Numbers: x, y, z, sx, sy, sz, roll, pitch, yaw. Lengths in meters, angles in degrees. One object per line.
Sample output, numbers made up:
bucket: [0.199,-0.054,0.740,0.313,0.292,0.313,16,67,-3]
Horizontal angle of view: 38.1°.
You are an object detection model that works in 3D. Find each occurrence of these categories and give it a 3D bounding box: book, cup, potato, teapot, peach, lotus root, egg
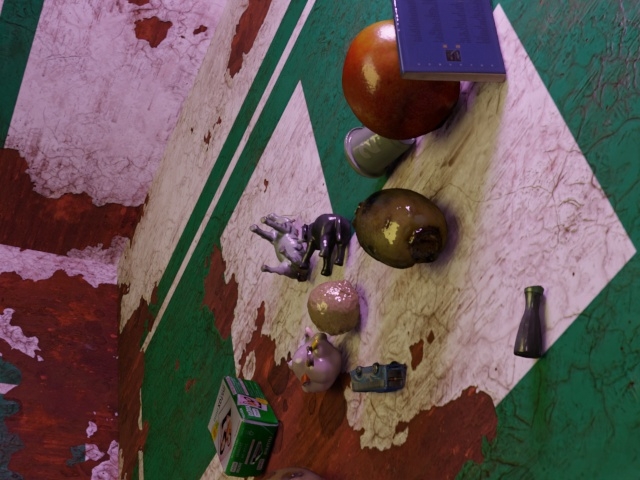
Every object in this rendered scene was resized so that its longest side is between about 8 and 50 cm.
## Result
book: [0.230,-0.403,1.715,0.025,0.190,0.269,100,168,-58]
cup: [0.130,-0.204,1.955,0.141,0.120,0.120,-28,53,43]
potato: [-0.045,0.556,1.927,0.262,0.165,0.165,-8,71,56]
teapot: [0.325,0.125,1.432,0.043,0.042,0.111,-19,58,63]
peach: [0.155,-0.308,1.791,0.231,0.231,0.231,-41,42,54]
lotus root: [0.140,-0.032,1.786,0.278,0.154,0.154,31,107,66]
egg: [0.030,0.143,2.004,0.140,0.118,0.116,45,160,53]

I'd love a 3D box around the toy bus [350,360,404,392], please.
toy bus: [0.112,0.270,1.831,0.153,0.051,0.061,-21,72,62]

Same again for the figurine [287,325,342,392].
figurine: [-0.013,0.265,2.049,0.229,0.112,0.137,-138,70,-78]

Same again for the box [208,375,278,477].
box: [-0.203,0.476,2.376,0.250,0.103,0.180,44,119,62]

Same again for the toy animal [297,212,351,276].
toy animal: [-0.003,0.010,2.178,0.269,0.082,0.137,160,122,-67]

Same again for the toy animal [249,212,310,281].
toy animal: [-0.101,-0.005,2.305,0.090,0.170,0.255,-36,40,24]
